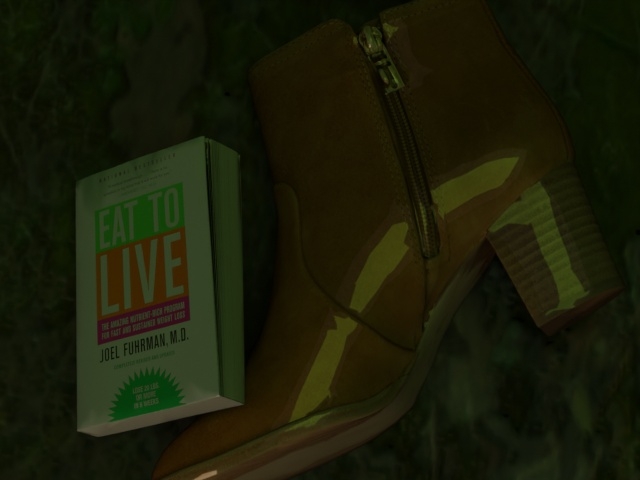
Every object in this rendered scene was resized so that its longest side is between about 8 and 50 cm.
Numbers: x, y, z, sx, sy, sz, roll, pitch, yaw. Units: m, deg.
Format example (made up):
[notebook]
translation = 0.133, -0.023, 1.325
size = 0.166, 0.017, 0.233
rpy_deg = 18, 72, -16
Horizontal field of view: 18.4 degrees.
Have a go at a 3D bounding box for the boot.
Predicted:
[boot]
translation = 0.001, -0.001, 1.091
size = 0.295, 0.104, 0.211
rpy_deg = -29, 75, 1

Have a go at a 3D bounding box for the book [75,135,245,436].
[book]
translation = -0.088, 0.026, 1.063
size = 0.096, 0.035, 0.144
rpy_deg = -16, 67, 29
